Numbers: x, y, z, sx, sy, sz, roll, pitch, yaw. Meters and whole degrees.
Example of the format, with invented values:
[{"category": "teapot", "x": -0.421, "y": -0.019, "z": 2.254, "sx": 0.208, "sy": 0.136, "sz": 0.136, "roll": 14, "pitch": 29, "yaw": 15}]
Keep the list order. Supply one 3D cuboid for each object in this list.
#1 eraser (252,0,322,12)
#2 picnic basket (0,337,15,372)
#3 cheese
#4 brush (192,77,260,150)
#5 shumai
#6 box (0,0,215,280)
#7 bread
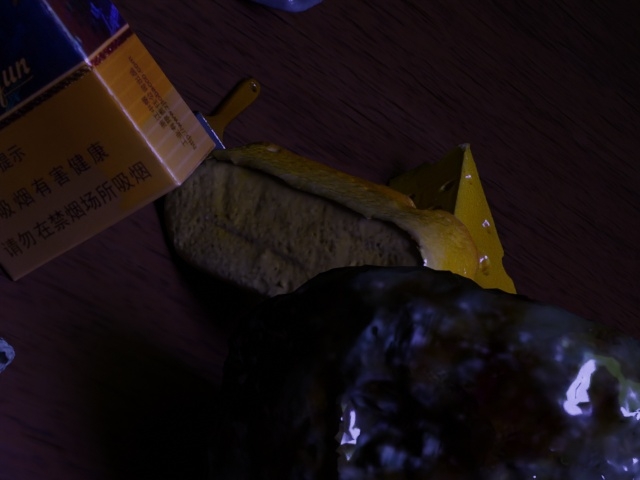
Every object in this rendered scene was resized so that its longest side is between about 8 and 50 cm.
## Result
[{"category": "eraser", "x": -0.112, "y": -0.347, "z": 1.303, "sx": 0.352, "sy": 0.061, "sz": 0.089, "roll": 59, "pitch": 30, "yaw": -7}, {"category": "picnic basket", "x": -0.212, "y": 0.067, "z": 0.846, "sx": 0.083, "sy": 0.065, "sz": 0.083, "roll": 43, "pitch": 13, "yaw": -44}, {"category": "cheese", "x": 0.104, "y": -0.003, "z": 1.329, "sx": 0.126, "sy": 0.093, "sz": 0.171, "roll": 34, "pitch": 40, "yaw": -37}, {"category": "brush", "x": -0.081, "y": -0.095, "z": 1.203, "sx": 0.043, "sy": 0.014, "sz": 0.170, "roll": 56, "pitch": 31, "yaw": -13}, {"category": "shumai", "x": 0.046, "y": 0.232, "z": 0.887, "sx": 0.395, "sy": 0.395, "sz": 0.348, "roll": 46, "pitch": 60, "yaw": -25}, {"category": "box", "x": -0.195, "y": -0.108, "z": 0.911, "sx": 0.237, "sy": 0.152, "sz": 0.070, "roll": 54, "pitch": 32, "yaw": -16}, {"category": "bread", "x": 0.000, "y": 0.000, "z": 1.062, "sx": 0.094, "sy": 0.245, "sz": 0.102, "roll": -5, "pitch": 111, "yaw": -53}]
